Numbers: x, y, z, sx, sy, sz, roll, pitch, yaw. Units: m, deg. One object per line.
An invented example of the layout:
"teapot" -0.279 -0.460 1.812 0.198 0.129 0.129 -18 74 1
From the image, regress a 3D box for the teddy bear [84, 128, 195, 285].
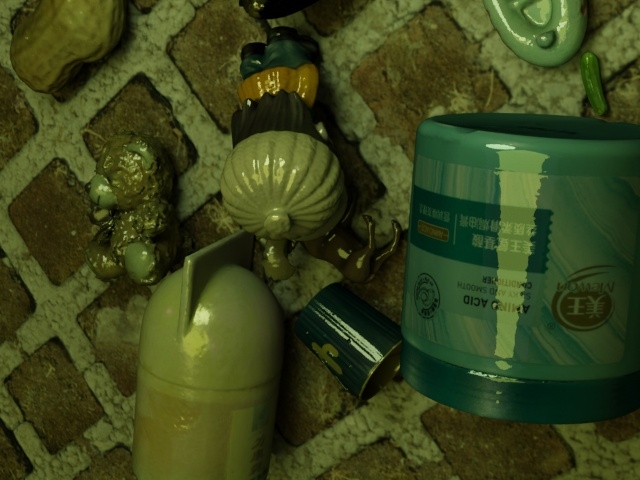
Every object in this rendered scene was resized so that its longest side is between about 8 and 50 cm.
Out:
"teddy bear" -0.311 -0.060 1.746 0.267 0.156 0.256 6 111 57

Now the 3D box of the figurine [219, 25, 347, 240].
"figurine" -0.067 -0.157 1.519 0.185 0.204 0.332 -25 71 33

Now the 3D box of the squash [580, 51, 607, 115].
"squash" 0.373 -0.214 1.418 0.027 0.027 0.089 -8 101 29

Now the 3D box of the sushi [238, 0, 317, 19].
"sushi" -0.039 -0.445 1.494 0.213 0.204 0.200 97 149 -50

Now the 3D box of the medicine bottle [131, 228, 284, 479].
"medicine bottle" -0.178 0.192 1.684 0.236 0.236 0.406 16 109 24

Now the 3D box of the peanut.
"peanut" -0.417 -0.359 1.738 0.291 0.143 0.159 -46 69 30

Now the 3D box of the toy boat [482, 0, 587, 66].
"toy boat" 0.286 -0.334 1.410 0.134 0.079 0.207 -22 89 27

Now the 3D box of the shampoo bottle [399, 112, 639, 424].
"shampoo bottle" 0.276 0.018 1.350 0.331 0.331 0.342 9 104 26

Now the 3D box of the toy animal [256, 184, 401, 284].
"toy animal" 0.000 0.000 1.626 0.214 0.094 0.186 40 113 18

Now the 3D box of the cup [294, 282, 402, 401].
"cup" 0.046 0.166 1.635 0.155 0.131 0.176 40 142 19
